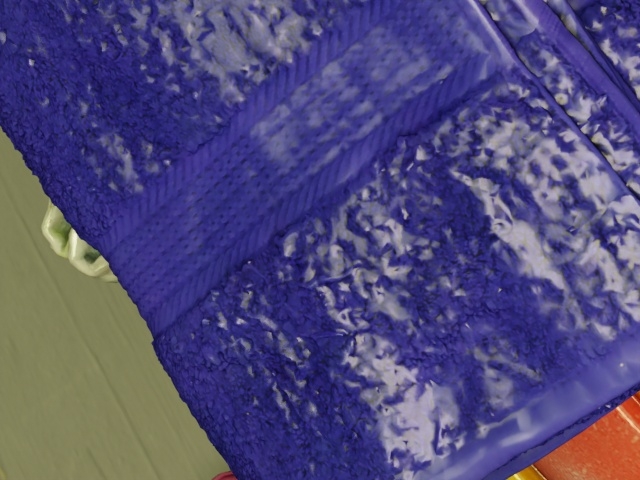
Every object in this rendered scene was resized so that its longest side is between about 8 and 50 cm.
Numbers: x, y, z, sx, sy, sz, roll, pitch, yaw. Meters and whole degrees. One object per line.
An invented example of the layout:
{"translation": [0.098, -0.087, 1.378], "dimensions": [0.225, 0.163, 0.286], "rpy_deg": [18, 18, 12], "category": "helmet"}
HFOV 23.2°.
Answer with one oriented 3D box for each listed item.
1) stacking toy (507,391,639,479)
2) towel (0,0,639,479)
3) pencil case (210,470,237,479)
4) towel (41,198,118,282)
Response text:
{"translation": [0.165, 0.053, 0.789], "dimensions": [0.351, 0.350, 0.480], "rpy_deg": [58, 139, 13], "category": "stacking toy"}
{"translation": [-0.008, -0.057, 0.534], "dimensions": [0.227, 0.076, 0.308], "rpy_deg": [-37, 83, 22], "category": "towel"}
{"translation": [-0.053, 0.258, 1.019], "dimensions": [0.098, 0.095, 0.209], "rpy_deg": [-137, 56, -60], "category": "pencil case"}
{"translation": [0.038, -0.135, 0.745], "dimensions": [0.090, 0.374, 0.321], "rpy_deg": [27, 109, 25], "category": "towel"}
